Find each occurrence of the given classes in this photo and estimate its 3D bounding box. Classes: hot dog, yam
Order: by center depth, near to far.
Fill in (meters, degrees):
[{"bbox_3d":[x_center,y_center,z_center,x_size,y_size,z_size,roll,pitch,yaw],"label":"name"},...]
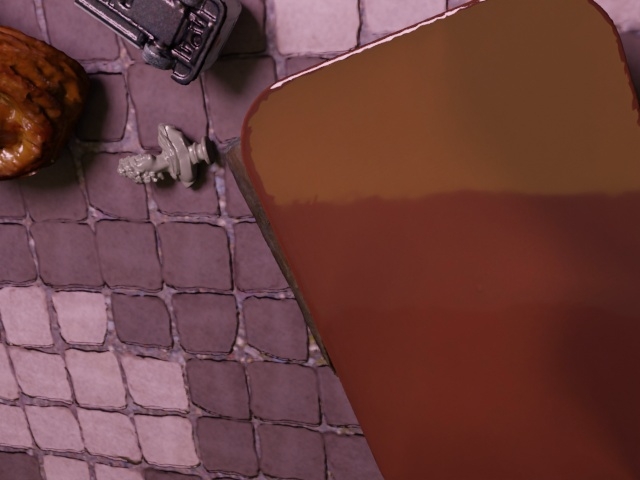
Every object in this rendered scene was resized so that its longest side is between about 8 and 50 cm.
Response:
[{"bbox_3d":[0.000,0.000,0.673,0.106,0.106,0.259,-23,101,24],"label":"yam"},{"bbox_3d":[-0.364,-0.157,0.679,0.259,0.114,0.175,26,128,-17],"label":"hot dog"}]

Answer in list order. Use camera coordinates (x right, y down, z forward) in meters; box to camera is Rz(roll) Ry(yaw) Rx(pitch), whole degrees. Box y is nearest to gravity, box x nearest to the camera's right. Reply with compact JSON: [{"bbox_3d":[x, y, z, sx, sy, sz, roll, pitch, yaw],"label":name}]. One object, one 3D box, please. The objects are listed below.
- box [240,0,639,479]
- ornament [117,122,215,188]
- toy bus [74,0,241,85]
[{"bbox_3d":[0.135,-0.009,0.557,0.239,0.229,0.340,-17,105,23],"label":"box"},{"bbox_3d":[-0.153,-0.083,0.726,0.092,0.041,0.068,-39,101,17],"label":"ornament"},{"bbox_3d":[-0.165,-0.231,0.642,0.194,0.089,0.087,35,118,2],"label":"toy bus"}]
